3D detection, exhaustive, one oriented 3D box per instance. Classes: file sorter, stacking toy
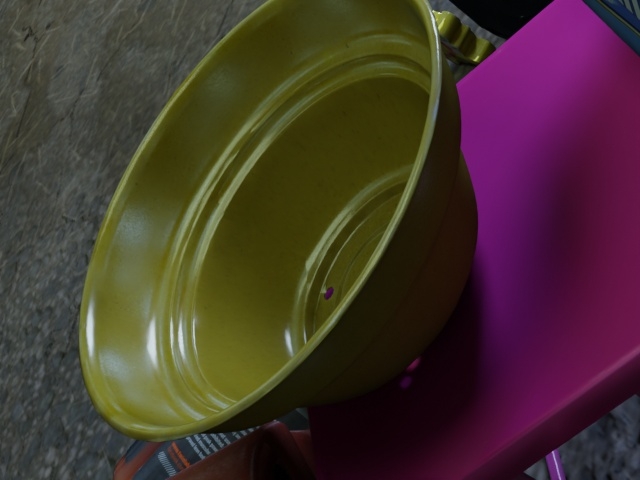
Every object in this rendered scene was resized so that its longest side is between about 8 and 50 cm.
[{"bbox_3d":[0.155,0.021,0.716,0.291,0.182,0.202,-40,36,26],"label":"file sorter"},{"bbox_3d":[0.090,-0.057,1.000,0.221,0.052,0.167,20,78,57],"label":"stacking toy"}]

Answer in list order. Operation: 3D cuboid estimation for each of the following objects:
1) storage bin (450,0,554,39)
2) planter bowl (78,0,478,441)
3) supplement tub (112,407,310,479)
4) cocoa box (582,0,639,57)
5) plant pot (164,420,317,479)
[{"bbox_3d":[0.144,-0.189,0.979,0.180,0.122,0.084,2,63,54],"label":"storage bin"},{"bbox_3d":[0.000,0.000,0.686,0.217,0.090,0.217,-34,39,33],"label":"planter bowl"},{"bbox_3d":[-0.024,0.103,0.958,0.198,0.106,0.106,-48,33,14],"label":"supplement tub"},{"bbox_3d":[0.221,-0.227,0.542,0.347,0.228,0.231,-29,44,-3],"label":"cocoa box"},{"bbox_3d":[-0.068,0.238,0.772,0.265,0.272,0.272,-35,36,16],"label":"plant pot"}]
